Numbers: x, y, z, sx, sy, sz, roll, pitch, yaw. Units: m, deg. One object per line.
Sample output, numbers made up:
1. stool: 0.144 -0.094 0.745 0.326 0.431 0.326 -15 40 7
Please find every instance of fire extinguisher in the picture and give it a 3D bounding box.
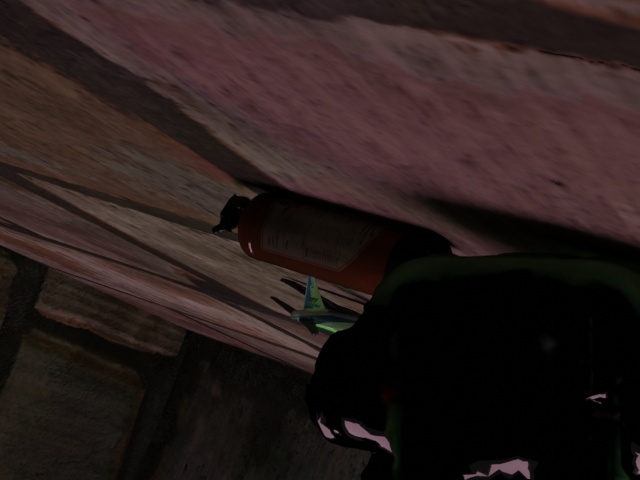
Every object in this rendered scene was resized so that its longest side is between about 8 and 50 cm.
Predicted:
1. fire extinguisher: 0.000 0.000 0.931 0.177 0.050 0.062 18 -150 31

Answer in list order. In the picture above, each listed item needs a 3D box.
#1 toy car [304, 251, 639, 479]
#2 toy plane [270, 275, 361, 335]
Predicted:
1. toy car: 0.126 0.182 0.789 0.213 0.359 0.176 -1 -175 32
2. toy plane: 0.050 0.092 1.408 0.226 0.058 0.226 28 -174 -41
